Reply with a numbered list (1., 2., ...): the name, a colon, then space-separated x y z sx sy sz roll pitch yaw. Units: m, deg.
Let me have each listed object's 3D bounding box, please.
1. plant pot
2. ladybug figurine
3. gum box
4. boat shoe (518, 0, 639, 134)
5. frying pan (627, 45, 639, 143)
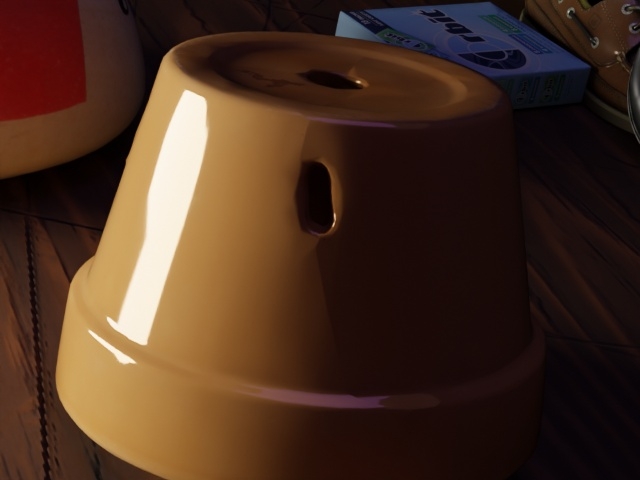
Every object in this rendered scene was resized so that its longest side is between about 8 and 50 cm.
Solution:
1. plant pot: 0.000 0.000 0.995 0.291 0.203 0.291 7 20 -3
2. ladybug figurine: -0.332 -0.158 1.242 0.449 0.162 0.305 -9 35 -35
3. gum box: 0.131 -0.171 1.592 0.184 0.041 0.157 -9 35 -34
4. boat shoe: 0.289 -0.188 1.620 0.110 0.104 0.307 -6 33 -32
5. frying pan: 0.356 -0.088 1.459 0.053 0.197 0.326 30 50 -49
